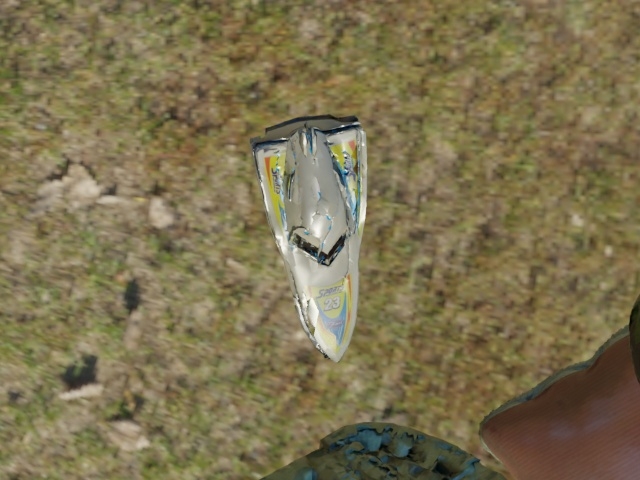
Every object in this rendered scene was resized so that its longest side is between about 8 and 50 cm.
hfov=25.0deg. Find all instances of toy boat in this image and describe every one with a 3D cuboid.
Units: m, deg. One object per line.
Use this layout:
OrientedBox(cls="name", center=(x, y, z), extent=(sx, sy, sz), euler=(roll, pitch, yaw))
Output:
OrientedBox(cls="toy boat", center=(0.000, 0.000, 1.082), extent=(0.084, 0.066, 0.210), euler=(-14, 115, -11))

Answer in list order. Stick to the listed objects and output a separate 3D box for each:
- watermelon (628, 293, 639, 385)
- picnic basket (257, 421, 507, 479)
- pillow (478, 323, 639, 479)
OrientedBox(cls="watermelon", center=(0.211, 0.080, 0.789), extent=(0.069, 0.087, 0.163), euler=(-25, 71, -1))
OrientedBox(cls="picnic basket", center=(0.011, 0.181, 0.446), extent=(0.154, 0.134, 0.196), euler=(-19, 126, -41))
OrientedBox(cls="pillow", center=(0.213, 0.146, 0.916), extent=(0.179, 0.171, 0.075), euler=(55, 22, 1))
